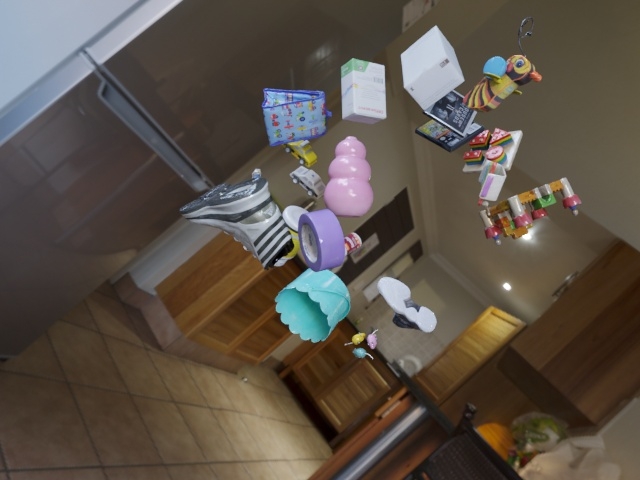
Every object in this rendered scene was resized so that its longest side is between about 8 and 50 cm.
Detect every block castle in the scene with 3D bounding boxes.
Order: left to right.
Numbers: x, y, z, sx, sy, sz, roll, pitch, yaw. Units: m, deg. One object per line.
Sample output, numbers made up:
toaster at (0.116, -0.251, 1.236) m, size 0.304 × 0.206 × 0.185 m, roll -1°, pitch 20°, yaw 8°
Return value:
block castle at (1.092, -0.142, 2.337) m, size 0.212 × 0.454 × 0.303 m, roll 69°, pitch -25°, yaw 6°

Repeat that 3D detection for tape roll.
tape roll at (0.000, 0.000, 1.398) m, size 0.189 × 0.080 × 0.188 m, roll 166°, pitch -90°, yaw -68°

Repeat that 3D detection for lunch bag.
lunch bag at (-0.096, -0.554, 1.993) m, size 0.220 × 0.294 × 0.138 m, roll 84°, pitch 4°, yaw -54°

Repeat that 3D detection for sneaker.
sneaker at (-0.240, -0.024, 1.283) m, size 0.448 × 0.169 × 0.257 m, roll 3°, pitch -54°, yaw 54°
sneaker at (0.296, 0.251, 1.675) m, size 0.269 × 0.101 × 0.153 m, roll 42°, pitch -25°, yaw -5°

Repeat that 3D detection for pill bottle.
pill bottle at (-0.185, -0.016, 2.465) m, size 0.188 × 0.333 × 0.187 m, roll 23°, pitch 36°, yaw -18°
pill bottle at (0.124, 0.029, 2.219) m, size 0.086 × 0.152 × 0.086 m, roll 39°, pitch -34°, yaw 33°

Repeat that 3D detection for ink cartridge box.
ink cartridge box at (0.167, -0.572, 1.730) m, size 0.093 × 0.155 × 0.212 m, roll -9°, pitch -96°, yaw 59°

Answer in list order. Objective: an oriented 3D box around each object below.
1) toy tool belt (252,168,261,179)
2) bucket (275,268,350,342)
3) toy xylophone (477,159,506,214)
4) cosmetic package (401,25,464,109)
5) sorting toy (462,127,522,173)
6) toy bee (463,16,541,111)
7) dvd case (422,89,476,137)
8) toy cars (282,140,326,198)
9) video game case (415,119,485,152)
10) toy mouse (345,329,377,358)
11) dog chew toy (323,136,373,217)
toy tool belt at (-0.359, -0.359, 2.503) m, size 0.083 × 0.052 × 0.051 m, roll -52°, pitch -128°, yaw 43°
bucket at (-0.025, 0.255, 1.810) m, size 0.282 × 0.183 × 0.280 m, roll 23°, pitch -47°, yaw 26°
toy xylophone at (0.775, -0.249, 2.051) m, size 0.081 × 0.236 × 0.323 m, roll 19°, pitch 17°, yaw 11°
cosmetic package at (0.497, -0.787, 2.021) m, size 0.156 × 0.217 × 0.384 m, roll 39°, pitch 37°, yaw -27°
sorting toy at (0.905, -0.490, 2.382) m, size 0.256 × 0.256 × 0.089 m, roll 4°, pitch -31°, yaw 47°
toy bee at (0.592, -0.518, 1.398) m, size 0.162 × 0.196 × 0.298 m, roll 58°, pitch -34°, yaw 35°
dvd case at (0.631, -0.632, 2.158) m, size 0.239 × 0.179 × 0.029 m, roll 29°, pitch -8°, yaw -8°
toy cars at (-0.071, -0.380, 2.204) m, size 0.087 × 0.177 × 0.393 m, roll -55°, pitch -138°, yaw 46°
video game case at (0.697, -0.596, 2.404) m, size 0.248 × 0.275 × 0.035 m, roll 42°, pitch -27°, yaw 33°
toy mouse at (0.181, 0.434, 1.847) m, size 0.031 × 0.161 × 0.143 m, roll 51°, pitch 7°, yaw -37°
dog chew toy at (0.121, -0.264, 1.856) m, size 0.206 × 0.207 × 0.330 m, roll 173°, pitch -80°, yaw -86°
